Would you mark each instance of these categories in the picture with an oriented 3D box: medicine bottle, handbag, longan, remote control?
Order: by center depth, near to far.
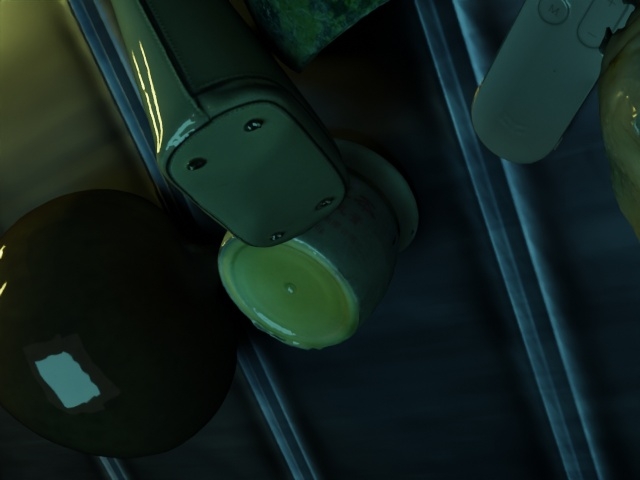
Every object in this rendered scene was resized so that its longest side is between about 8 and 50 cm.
[{"bbox_3d":[0.179,-0.150,0.787,0.077,0.022,0.245,36,138,11],"label":"remote control"},{"bbox_3d":[-0.106,-0.153,0.851,0.315,0.109,0.241,58,-175,30],"label":"handbag"},{"bbox_3d":[0.000,0.000,0.960,0.147,0.143,0.147,19,138,18],"label":"medicine bottle"},{"bbox_3d":[-0.224,0.090,1.147,0.300,0.243,0.300,1,104,3],"label":"longan"}]

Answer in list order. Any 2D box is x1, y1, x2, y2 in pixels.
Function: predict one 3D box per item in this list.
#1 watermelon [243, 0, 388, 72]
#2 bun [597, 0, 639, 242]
[{"bbox_3d":[0.011,-0.230,0.761,0.176,0.256,0.260,15,147,-40],"label":"watermelon"},{"bbox_3d":[0.271,-0.094,0.602,0.205,0.281,0.281,53,141,13],"label":"bun"}]
